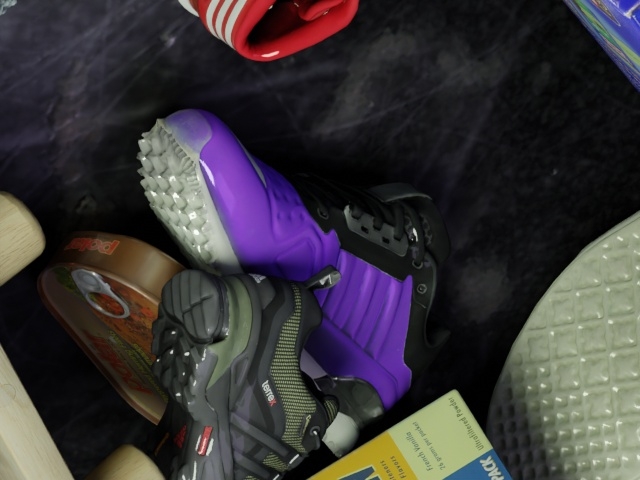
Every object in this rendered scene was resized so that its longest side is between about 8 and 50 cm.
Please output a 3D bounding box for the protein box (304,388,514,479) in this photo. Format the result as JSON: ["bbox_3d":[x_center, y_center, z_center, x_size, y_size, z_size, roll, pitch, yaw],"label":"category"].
[{"bbox_3d":[0.034,0.218,1.223,0.201,0.136,0.200,-31,169,-7],"label":"protein box"}]

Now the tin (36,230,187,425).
[{"bbox_3d":[-0.096,0.062,1.128,0.190,0.106,0.040,57,46,-42],"label":"tin"}]

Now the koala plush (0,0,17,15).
[{"bbox_3d":[-0.189,-0.220,0.859,0.221,0.203,0.196,-42,122,-25],"label":"koala plush"}]

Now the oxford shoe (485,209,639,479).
[{"bbox_3d":[0.287,0.017,1.276,0.449,0.169,0.130,-52,149,11],"label":"oxford shoe"}]

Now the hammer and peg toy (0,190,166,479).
[{"bbox_3d":[-0.195,0.100,0.996,0.127,0.266,0.361,-40,133,-23],"label":"hammer and peg toy"}]

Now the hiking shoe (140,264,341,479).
[{"bbox_3d":[-0.041,0.122,1.070,0.114,0.086,0.227,-4,119,-27],"label":"hiking shoe"}]

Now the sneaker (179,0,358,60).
[{"bbox_3d":[0.015,-0.188,0.996,0.087,0.128,0.221,19,111,-36],"label":"sneaker"}]

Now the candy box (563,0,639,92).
[{"bbox_3d":[0.221,-0.132,1.054,0.122,0.268,0.317,-41,132,7],"label":"candy box"}]

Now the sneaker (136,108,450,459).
[{"bbox_3d":[0.000,0.000,1.145,0.146,0.102,0.293,-36,136,-7],"label":"sneaker"}]
